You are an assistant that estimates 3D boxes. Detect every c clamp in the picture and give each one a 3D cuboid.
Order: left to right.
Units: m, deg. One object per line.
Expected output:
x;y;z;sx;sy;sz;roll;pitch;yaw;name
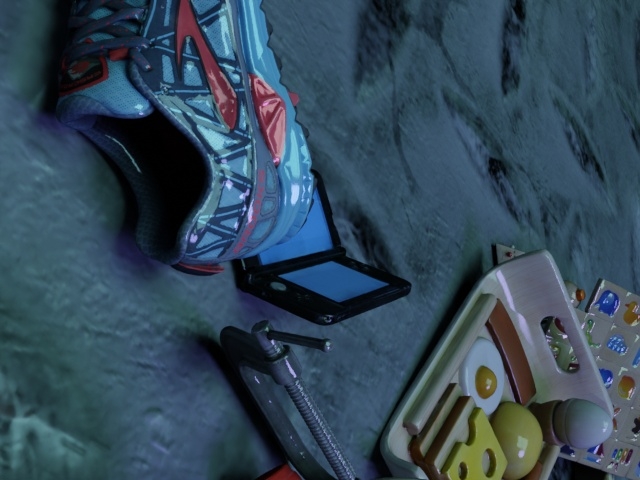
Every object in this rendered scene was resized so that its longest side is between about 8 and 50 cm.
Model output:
-0.012;0.107;0.484;0.022;0.137;0.161;-38;119;-25;c clamp

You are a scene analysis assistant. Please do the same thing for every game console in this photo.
0.000;0.000;0.578;0.122;0.107;0.071;-13;119;-55;game console

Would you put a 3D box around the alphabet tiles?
0.324;0.157;0.912;0.237;0.009;0.198;22;94;-25;alphabet tiles

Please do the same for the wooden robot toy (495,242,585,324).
0.249;0.075;0.896;0.076;0.079;0.173;-32;106;-54;wooden robot toy

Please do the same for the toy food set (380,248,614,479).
0.182;0.181;0.742;0.306;0.092;0.220;-47;118;-44;toy food set

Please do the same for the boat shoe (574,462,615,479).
0.316;0.311;0.944;0.048;0.056;0.153;54;34;-24;boat shoe

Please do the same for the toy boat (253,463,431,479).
-0.016;0.202;0.370;0.148;0.267;0.318;58;6;7;toy boat

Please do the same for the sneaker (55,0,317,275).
-0.091;-0.106;0.451;0.125;0.104;0.262;-30;100;-47;sneaker
